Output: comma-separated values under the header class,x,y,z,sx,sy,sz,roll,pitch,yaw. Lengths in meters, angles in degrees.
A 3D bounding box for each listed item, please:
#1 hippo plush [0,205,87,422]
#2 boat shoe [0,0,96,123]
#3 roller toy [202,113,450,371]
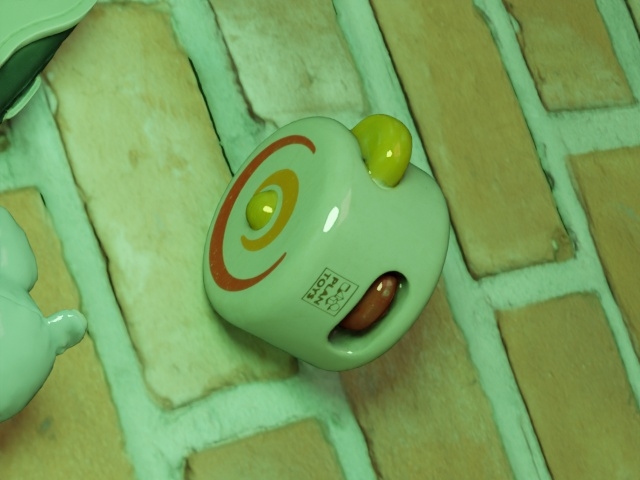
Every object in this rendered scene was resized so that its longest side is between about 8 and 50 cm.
class,x,y,z,sx,sy,sz,roll,pitch,yaw
hippo plush,-0.261,0.026,1.351,0.236,0.234,0.294,25,34,-48
boat shoe,-0.269,-0.150,1.548,0.114,0.091,0.302,33,42,7
roller toy,0.000,0.000,1.651,0.146,0.209,0.191,29,65,-31
